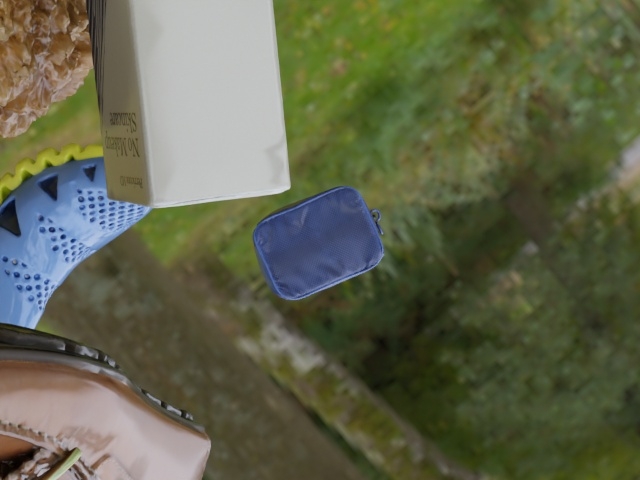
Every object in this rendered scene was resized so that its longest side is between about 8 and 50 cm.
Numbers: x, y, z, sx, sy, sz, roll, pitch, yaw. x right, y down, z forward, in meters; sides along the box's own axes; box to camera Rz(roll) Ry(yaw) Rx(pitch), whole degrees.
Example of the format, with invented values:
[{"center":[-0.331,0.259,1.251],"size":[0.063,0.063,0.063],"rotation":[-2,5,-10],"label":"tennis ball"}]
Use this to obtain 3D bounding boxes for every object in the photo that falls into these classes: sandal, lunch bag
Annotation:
[{"center":[-0.268,0.033,1.517],"size":[0.317,0.138,0.126],"rotation":[-33,145,19],"label":"sandal"},{"center":[0.000,0.000,1.280],"size":[0.098,0.067,0.065],"rotation":[-22,-178,-5],"label":"lunch bag"}]

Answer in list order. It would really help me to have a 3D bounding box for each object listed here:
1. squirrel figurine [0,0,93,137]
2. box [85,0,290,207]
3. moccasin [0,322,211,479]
[{"center":[-0.310,-0.246,1.152],"size":[0.281,0.397,0.370],"rotation":[-50,164,-26],"label":"squirrel figurine"},{"center":[-0.090,-0.161,1.073],"size":[0.094,0.275,0.113],"rotation":[-7,-175,-21],"label":"box"},{"center":[-0.177,0.131,0.985],"size":[0.380,0.139,0.147],"rotation":[56,44,-70],"label":"moccasin"}]
